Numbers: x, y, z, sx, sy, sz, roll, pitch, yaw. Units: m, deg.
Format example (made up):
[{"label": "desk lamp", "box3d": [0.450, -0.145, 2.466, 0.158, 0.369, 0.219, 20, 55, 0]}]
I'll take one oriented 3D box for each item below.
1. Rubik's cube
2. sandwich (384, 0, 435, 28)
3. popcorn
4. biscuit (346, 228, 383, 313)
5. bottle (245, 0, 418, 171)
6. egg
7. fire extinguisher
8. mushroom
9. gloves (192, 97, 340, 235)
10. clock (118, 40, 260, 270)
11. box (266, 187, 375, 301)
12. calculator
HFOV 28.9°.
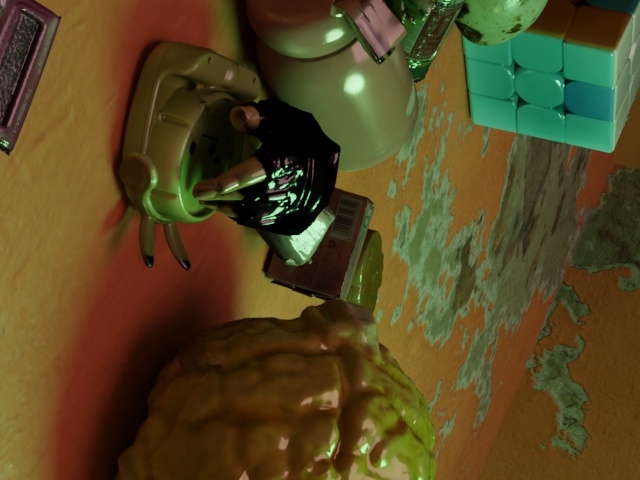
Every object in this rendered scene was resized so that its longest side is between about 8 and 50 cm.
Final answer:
[{"label": "Rubik's cube", "box3d": [0.451, -0.381, 2.310, 0.291, 0.292, 0.290, -62, 157, -28]}, {"label": "sandwich", "box3d": [0.114, -0.364, 1.472, 0.185, 0.160, 0.109, 62, 11, -17]}, {"label": "popcorn", "box3d": [-0.035, 0.260, 1.447, 0.390, 0.354, 0.344, -53, 169, -47]}, {"label": "biscuit", "box3d": [0.058, 0.059, 1.964, 0.170, 0.050, 0.170, 10, 90, -76]}, {"label": "bottle", "box3d": [0.025, -0.216, 1.458, 0.173, 0.206, 0.297, -49, 152, -14]}, {"label": "egg", "box3d": [0.293, -0.417, 2.059, 0.169, 0.169, 0.231, -60, 172, -33]}, {"label": "fire extinguisher", "box3d": [0.159, -0.345, 1.718, 0.294, 0.118, 0.093, 118, -36, -48]}, {"label": "mushroom", "box3d": [-0.050, -0.063, 1.535, 0.099, 0.096, 0.278, -64, 153, -29]}, {"label": "gloves", "box3d": [-0.055, -0.071, 1.305, 0.203, 0.124, 0.164, -50, 133, -65]}, {"label": "clock", "box3d": [-0.143, -0.085, 1.308, 0.170, 0.069, 0.232, 7, 98, -70]}, {"label": "box", "box3d": [0.000, 0.000, 1.679, 0.060, 0.111, 0.156, 39, 69, -76]}, {"label": "calculator", "box3d": [-0.278, -0.156, 0.970, 0.190, 0.034, 0.126, 37, 71, -62]}]
